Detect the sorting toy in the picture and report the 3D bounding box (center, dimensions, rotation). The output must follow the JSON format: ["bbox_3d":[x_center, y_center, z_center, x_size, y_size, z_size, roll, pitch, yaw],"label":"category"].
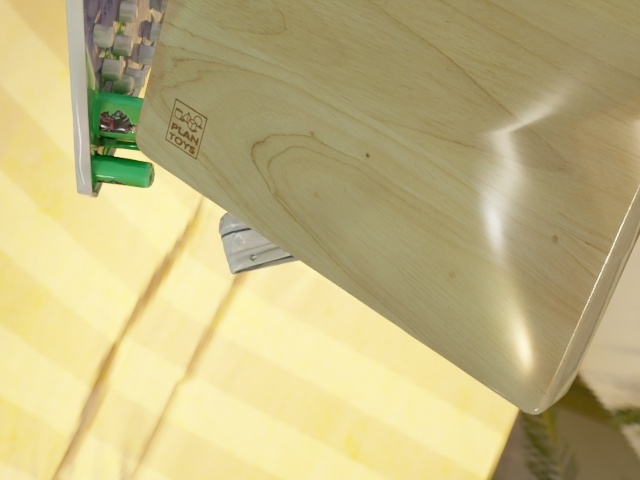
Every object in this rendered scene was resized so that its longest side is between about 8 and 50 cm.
[{"bbox_3d":[0.060,-0.102,0.627,0.089,0.257,0.256,-20,136,-49],"label":"sorting toy"}]

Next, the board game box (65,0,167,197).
[{"bbox_3d":[-0.099,-0.289,0.933,0.390,0.050,0.390,-79,176,-51],"label":"board game box"}]

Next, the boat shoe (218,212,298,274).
[{"bbox_3d":[0.000,0.000,1.559,0.083,0.226,0.076,103,-20,-76],"label":"boat shoe"}]
